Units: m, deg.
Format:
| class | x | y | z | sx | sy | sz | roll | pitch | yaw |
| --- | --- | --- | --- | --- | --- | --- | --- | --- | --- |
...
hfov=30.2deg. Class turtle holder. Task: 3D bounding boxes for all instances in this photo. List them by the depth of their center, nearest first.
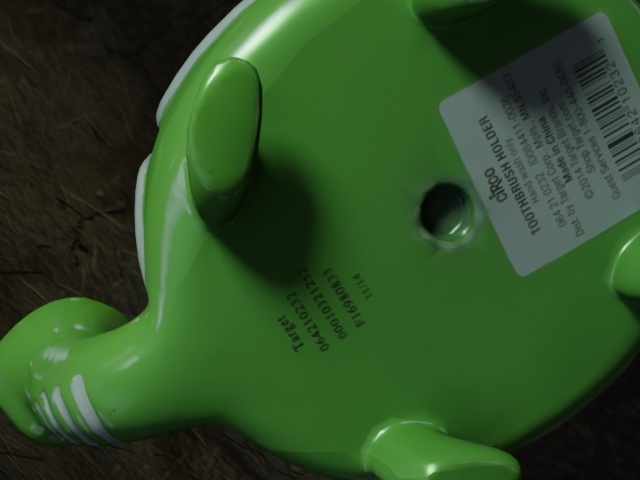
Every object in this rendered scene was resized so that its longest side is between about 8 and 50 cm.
| class | x | y | z | sx | sy | sz | roll | pitch | yaw |
| --- | --- | --- | --- | --- | --- | --- | --- | --- | --- |
| turtle holder | 0.019 | 0.005 | 0.575 | 0.243 | 0.320 | 0.227 | 31 | 180 | -16 |
